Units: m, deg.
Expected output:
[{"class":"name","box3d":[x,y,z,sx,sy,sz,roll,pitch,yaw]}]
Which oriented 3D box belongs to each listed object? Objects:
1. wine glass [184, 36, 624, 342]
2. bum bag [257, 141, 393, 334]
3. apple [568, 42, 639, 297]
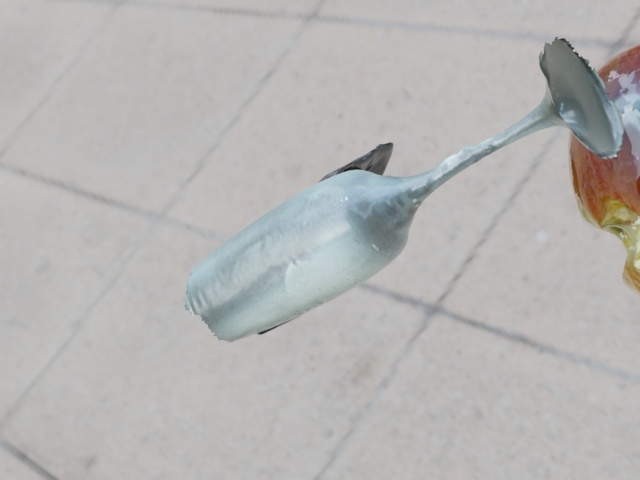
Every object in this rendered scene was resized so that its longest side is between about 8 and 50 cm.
[{"class":"wine glass","box3d":[0.032,-0.015,0.800,0.262,0.074,0.074,-29,35,28]},{"class":"bum bag","box3d":[0.000,0.000,1.397,0.137,0.074,0.310,-38,-9,-22]},{"class":"apple","box3d":[0.251,-0.035,0.948,0.199,0.199,0.199,-29,35,23]}]
